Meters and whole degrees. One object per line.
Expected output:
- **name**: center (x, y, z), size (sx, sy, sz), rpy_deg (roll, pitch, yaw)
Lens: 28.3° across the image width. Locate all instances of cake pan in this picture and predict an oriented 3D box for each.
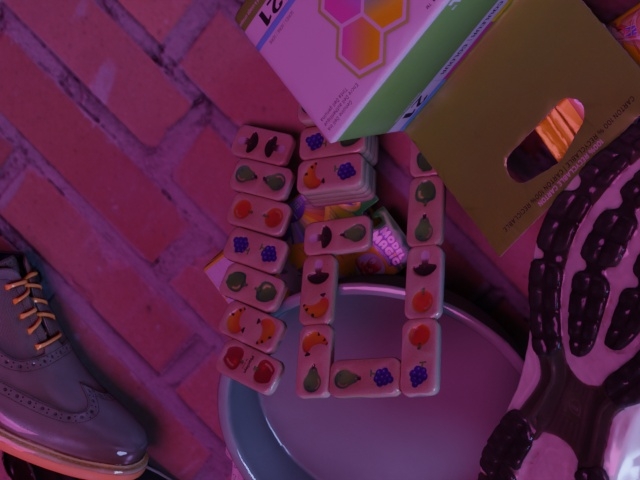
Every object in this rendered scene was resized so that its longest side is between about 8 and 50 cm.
- **cake pan**: center (0.058, 0.151, 1.080), size (0.293, 0.054, 0.293), rpy_deg (8, 120, 13)

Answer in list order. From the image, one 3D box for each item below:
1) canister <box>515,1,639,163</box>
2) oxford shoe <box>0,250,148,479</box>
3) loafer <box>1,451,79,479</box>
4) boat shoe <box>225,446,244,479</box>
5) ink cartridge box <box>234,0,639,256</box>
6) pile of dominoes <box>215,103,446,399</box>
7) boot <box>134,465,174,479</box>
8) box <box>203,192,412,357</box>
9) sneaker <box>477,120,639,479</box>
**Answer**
- **canister**: center (0.244, -0.111, 0.909), size (0.170, 0.073, 0.126), rpy_deg (-35, 92, 29)
- **oxford shoe**: center (-0.301, 0.093, 1.211), size (0.363, 0.130, 0.133), rpy_deg (36, 108, 2)
- **loafer**: center (-0.268, 0.265, 1.241), size (0.220, 0.078, 0.080), rpy_deg (37, 139, 45)
- **boat shoe**: center (-0.074, 0.198, 1.198), size (0.035, 0.035, 0.100), rpy_deg (11, 121, 17)
- **ink cartridge box**: center (0.083, -0.135, 0.900), size (0.255, 0.097, 0.189), rpy_deg (54, 127, 19)
- **pile of dominoes**: center (0.000, 0.000, 0.995), size (0.195, 0.040, 0.251), rpy_deg (-7, 67, 25)
- **boot**: center (-0.163, 0.347, 1.269), size (0.244, 0.088, 0.176), rpy_deg (47, 123, -3)
- **box**: center (-0.006, 0.014, 1.090), size (0.179, 0.043, 0.105), rpy_deg (-35, 92, 33)
- **sneaker**: center (0.249, 0.076, 0.933), size (0.158, 0.182, 0.410), rpy_deg (42, 128, 37)
